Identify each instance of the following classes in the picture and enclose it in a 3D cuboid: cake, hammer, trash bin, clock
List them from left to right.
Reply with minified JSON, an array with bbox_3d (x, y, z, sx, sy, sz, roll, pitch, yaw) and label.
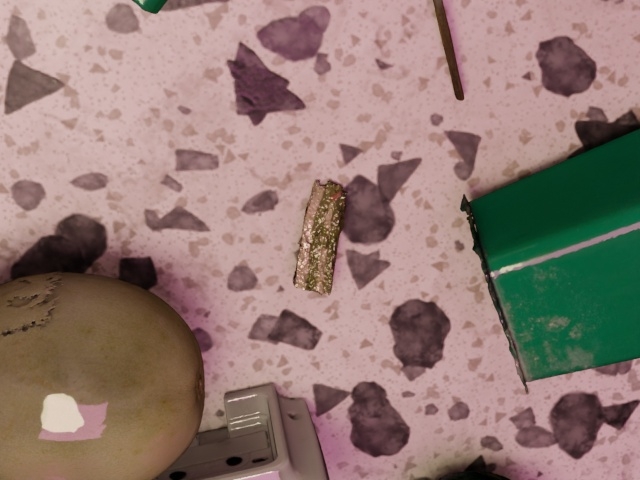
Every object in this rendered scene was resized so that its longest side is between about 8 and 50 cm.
[{"bbox_3d":[-0.124,0.287,1.721,0.262,0.231,0.116,-13,113,-1],"label":"clock"},{"bbox_3d":[0.000,0.000,1.699,0.051,0.055,0.140,9,112,-5],"label":"cake"},{"bbox_3d":[0.141,-0.236,1.608,0.017,0.062,0.182,-17,123,1],"label":"hammer"},{"bbox_3d":[0.379,0.015,1.640,0.381,0.295,0.259,-20,116,8],"label":"trash bin"}]

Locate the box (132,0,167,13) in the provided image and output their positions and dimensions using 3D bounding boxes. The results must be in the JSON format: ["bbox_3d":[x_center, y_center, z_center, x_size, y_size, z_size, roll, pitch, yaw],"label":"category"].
[{"bbox_3d":[-0.215,-0.434,1.428,0.337,0.106,0.264,37,105,-22],"label":"box"}]

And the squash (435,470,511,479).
[{"bbox_3d":[0.190,0.401,1.844,0.218,0.172,0.218,-35,149,-25],"label":"squash"}]

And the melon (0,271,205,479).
[{"bbox_3d":[-0.299,0.164,1.615,0.330,0.268,0.268,1,116,5],"label":"melon"}]
